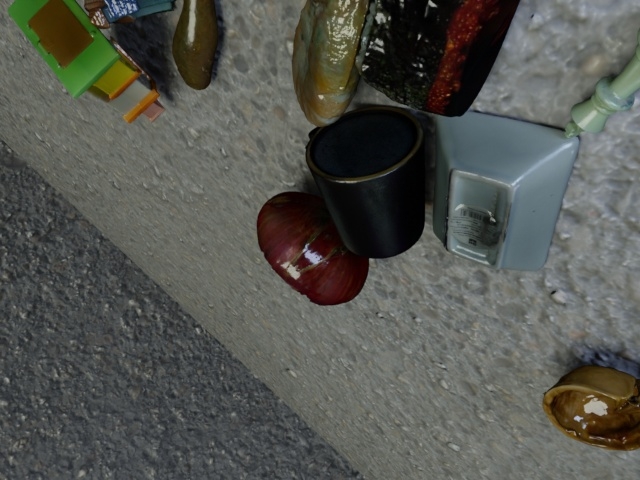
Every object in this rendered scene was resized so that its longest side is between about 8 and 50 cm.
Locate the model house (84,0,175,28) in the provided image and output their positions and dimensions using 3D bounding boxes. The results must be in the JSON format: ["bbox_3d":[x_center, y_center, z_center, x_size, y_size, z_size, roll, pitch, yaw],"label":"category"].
[{"bbox_3d":[-0.345,-0.418,0.749,0.148,0.149,0.120,15,139,35],"label":"model house"}]

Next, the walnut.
[{"bbox_3d":[0.461,0.260,0.729,0.167,0.087,0.211,27,149,12],"label":"walnut"}]

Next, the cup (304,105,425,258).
[{"bbox_3d":[0.077,-0.107,0.701,0.165,0.240,0.177,-15,136,7],"label":"cup"}]

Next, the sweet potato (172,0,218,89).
[{"bbox_3d":[-0.213,-0.350,0.756,0.077,0.077,0.244,40,151,5],"label":"sweet potato"}]

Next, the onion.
[{"bbox_3d":[-0.006,0.006,0.850,0.248,0.161,0.248,48,-175,-5],"label":"onion"}]

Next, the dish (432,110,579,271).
[{"bbox_3d":[0.227,-0.046,0.624,0.181,0.080,0.243,22,145,30],"label":"dish"}]

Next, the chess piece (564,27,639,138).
[{"bbox_3d":[0.296,-0.149,0.444,0.059,0.059,0.149,39,157,6],"label":"chess piece"}]

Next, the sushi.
[{"bbox_3d":[0.121,-0.234,0.457,0.126,0.136,0.225,35,156,19],"label":"sushi"}]

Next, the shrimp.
[{"bbox_3d":[0.010,-0.272,0.553,0.317,0.077,0.168,117,136,-62],"label":"shrimp"}]

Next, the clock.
[{"bbox_3d":[-0.422,-0.347,0.883,0.220,0.106,0.255,50,-175,9],"label":"clock"}]
